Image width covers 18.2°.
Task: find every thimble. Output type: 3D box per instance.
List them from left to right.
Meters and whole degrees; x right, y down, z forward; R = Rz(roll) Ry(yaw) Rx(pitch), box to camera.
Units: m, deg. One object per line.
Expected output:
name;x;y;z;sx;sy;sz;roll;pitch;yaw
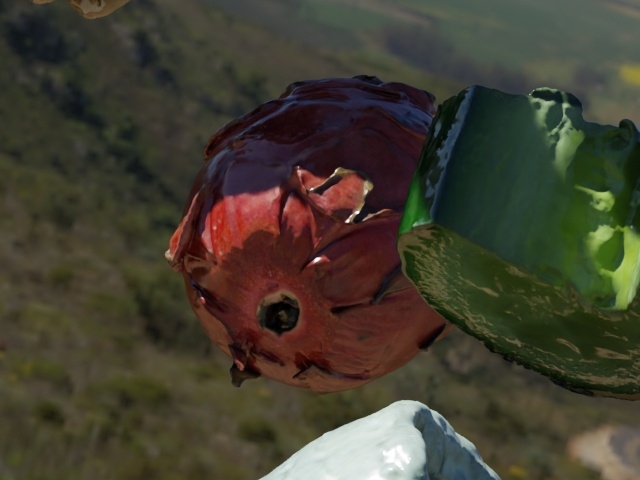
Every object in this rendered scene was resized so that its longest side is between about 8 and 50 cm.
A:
thimble;0.039;0.211;1.155;0.250;0.172;0.205;36;21;-57

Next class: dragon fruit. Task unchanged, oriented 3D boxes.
dragon fruit;0.007;-0.006;1.478;0.241;0.241;0.252;13;23;-12

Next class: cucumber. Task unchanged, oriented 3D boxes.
cucumber;0.146;-0.006;1.125;0.191;0.130;0.191;16;-27;9

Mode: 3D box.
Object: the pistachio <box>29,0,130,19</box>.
pistachio;-0.141;-0.310;1.526;0.208;0.332;0.226;12;45;-37
